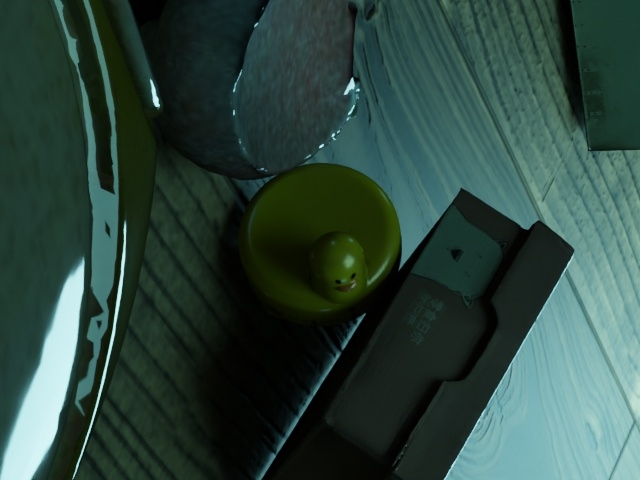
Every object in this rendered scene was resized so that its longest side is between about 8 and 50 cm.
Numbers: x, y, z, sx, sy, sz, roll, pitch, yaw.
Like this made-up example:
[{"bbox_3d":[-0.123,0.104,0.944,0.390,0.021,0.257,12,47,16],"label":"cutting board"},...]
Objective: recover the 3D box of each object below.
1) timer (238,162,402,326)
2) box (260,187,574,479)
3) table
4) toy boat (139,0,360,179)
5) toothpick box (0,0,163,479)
[{"bbox_3d":[0.000,0.000,1.254,0.109,0.107,0.107,81,32,-65],"label":"timer"},{"bbox_3d":[0.051,0.100,1.298,0.215,0.086,0.215,-56,180,-30],"label":"box"},{"bbox_3d":[0.274,-0.204,1.622,0.111,0.122,0.240,-65,149,-53],"label":"table"},{"bbox_3d":[-0.043,-0.119,1.206,0.227,0.085,0.155,-32,135,-63],"label":"toy boat"},{"bbox_3d":[-0.248,-0.027,0.589,0.425,0.409,0.409,-69,150,-46],"label":"toothpick box"}]
